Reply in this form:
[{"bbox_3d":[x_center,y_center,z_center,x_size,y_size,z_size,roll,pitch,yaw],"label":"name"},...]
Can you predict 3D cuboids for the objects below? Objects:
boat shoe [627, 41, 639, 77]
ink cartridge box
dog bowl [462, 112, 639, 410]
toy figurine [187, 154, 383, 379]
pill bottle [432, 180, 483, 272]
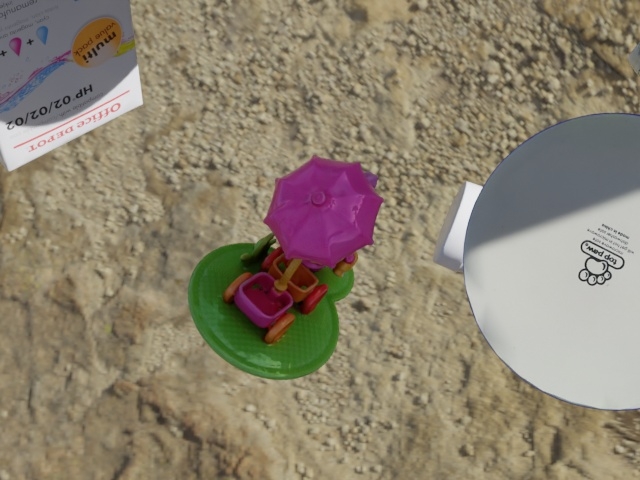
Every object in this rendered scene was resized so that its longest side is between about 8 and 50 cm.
[{"bbox_3d":[0.500,-0.304,1.174,0.094,0.109,0.302,47,129,17],"label":"boat shoe"},{"bbox_3d":[-0.173,-0.116,0.583,0.104,0.181,0.061,-32,63,-23],"label":"ink cartridge box"},{"bbox_3d":[0.268,0.019,0.855,0.265,0.104,0.264,-1,87,30],"label":"dog bowl"},{"bbox_3d":[0.000,0.000,0.714,0.130,0.173,0.159,44,134,10],"label":"toy figurine"},{"bbox_3d":[0.319,0.028,1.312,0.302,0.169,0.169,22,90,0],"label":"pill bottle"}]
